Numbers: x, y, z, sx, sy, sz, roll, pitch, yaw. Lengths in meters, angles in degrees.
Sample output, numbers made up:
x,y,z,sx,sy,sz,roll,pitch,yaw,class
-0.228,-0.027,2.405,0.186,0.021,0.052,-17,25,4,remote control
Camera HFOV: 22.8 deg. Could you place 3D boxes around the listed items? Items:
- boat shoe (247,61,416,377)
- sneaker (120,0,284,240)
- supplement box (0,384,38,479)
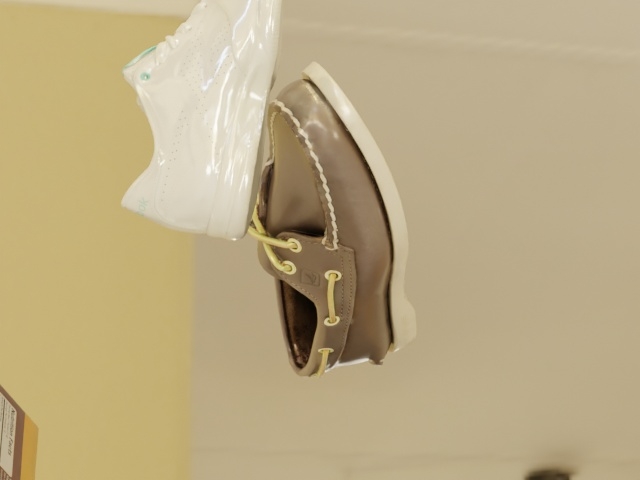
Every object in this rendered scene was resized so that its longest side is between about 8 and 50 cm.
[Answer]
x,y,z,sx,sy,sz,roll,pitch,yaw,class
0.000,0.000,1.151,0.096,0.117,0.324,-27,-31,-9,boat shoe
-0.072,-0.111,0.971,0.094,0.212,0.080,10,-8,2,sneaker
-0.330,0.152,1.104,0.191,0.129,0.194,-27,-57,10,supplement box
